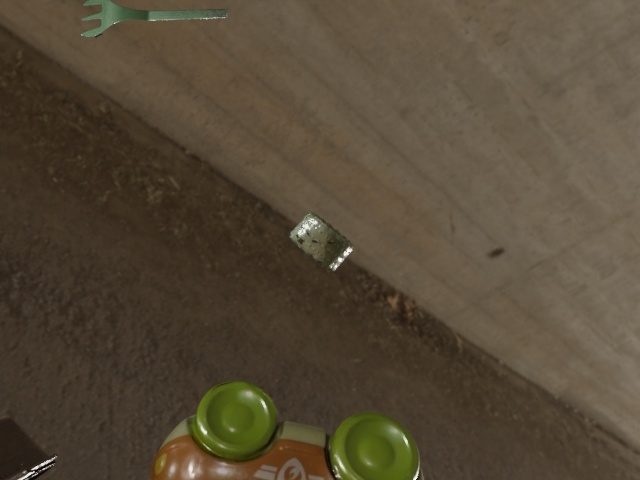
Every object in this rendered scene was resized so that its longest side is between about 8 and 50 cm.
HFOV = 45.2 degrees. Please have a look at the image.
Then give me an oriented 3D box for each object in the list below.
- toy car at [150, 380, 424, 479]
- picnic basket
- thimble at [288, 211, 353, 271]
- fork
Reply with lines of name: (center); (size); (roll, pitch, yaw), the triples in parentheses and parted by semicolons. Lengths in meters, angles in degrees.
toy car: (-0.034, 0.246, 0.596); (0.235, 0.145, 0.235); (8, 50, -10)
picnic basket: (-0.639, 0.431, 1.379); (0.129, 0.222, 0.297); (55, 16, 7)
thimble: (0.000, 0.000, 1.298); (0.110, 0.062, 0.084); (36, 6, -38)
fork: (-0.177, -0.242, 0.826); (0.021, 0.039, 0.235); (24, 26, 21)
